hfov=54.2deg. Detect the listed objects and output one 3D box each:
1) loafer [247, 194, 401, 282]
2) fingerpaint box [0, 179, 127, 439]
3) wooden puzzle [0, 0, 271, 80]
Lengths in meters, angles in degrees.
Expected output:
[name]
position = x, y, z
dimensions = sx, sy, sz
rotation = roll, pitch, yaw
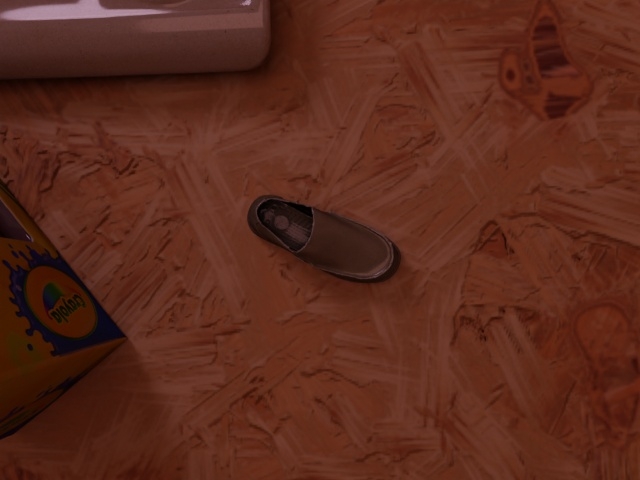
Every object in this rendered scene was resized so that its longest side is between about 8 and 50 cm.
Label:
[loafer]
position = 0.000, 0.000, 0.559
dimensions = 0.147, 0.050, 0.056
rotation = 18, 90, 5
[fingerpaint box]
position = -0.368, -0.007, 0.393
dimensions = 0.163, 0.445, 0.371
rotation = -40, 85, 2
[wooden puzzle]
position = -0.202, -0.325, 0.574
dimensions = 0.321, 0.080, 0.348
rotation = -1, 93, 5
